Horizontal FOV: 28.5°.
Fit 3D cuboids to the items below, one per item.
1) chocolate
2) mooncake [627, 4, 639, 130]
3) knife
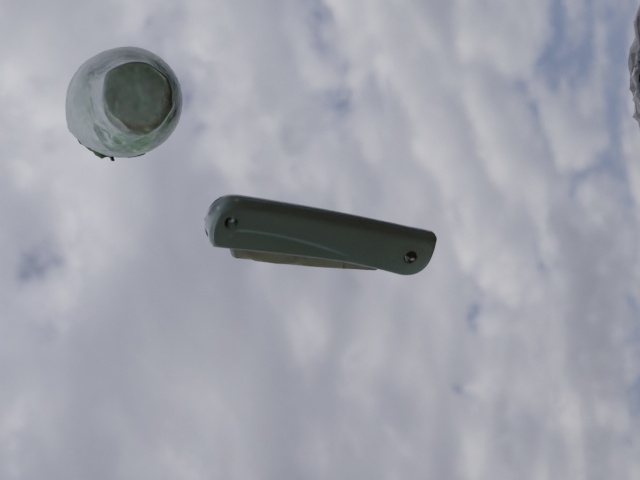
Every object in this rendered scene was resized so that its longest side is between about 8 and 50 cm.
[{"bbox_3d":[-0.162,-0.116,1.057,0.291,0.110,0.110,-157,53,-78],"label":"chocolate"},{"bbox_3d":[0.379,-0.137,0.893,0.187,0.324,0.324,24,-122,-31],"label":"mooncake"},{"bbox_3d":[0.000,0.000,0.836,0.162,0.023,0.044,10,-68,-23],"label":"knife"}]
